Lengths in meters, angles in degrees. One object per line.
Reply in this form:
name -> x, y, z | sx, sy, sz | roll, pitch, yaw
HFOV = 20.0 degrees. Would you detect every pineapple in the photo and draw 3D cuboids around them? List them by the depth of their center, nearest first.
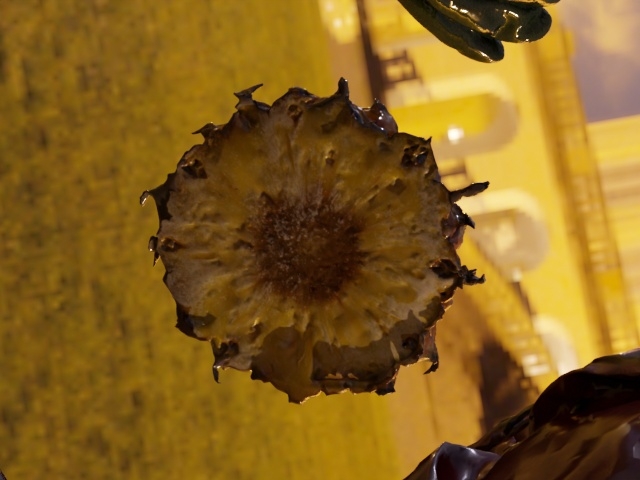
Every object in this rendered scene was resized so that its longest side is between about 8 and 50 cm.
pineapple -> 0.000, 0.000, 1.097 | 0.047, 0.221, 0.221 | -40, 122, -71

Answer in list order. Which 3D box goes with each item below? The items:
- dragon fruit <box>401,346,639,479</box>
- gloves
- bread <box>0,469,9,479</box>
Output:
dragon fruit -> 0.138, 0.180, 0.557 | 0.329, 0.329, 0.329 | -10, 90, -89
gloves -> 0.074, -0.229, 1.187 | 0.268, 0.107, 0.135 | 62, -11, -28
bread -> -0.154, 0.183, 0.629 | 0.246, 0.232, 0.135 | 44, -45, 9
